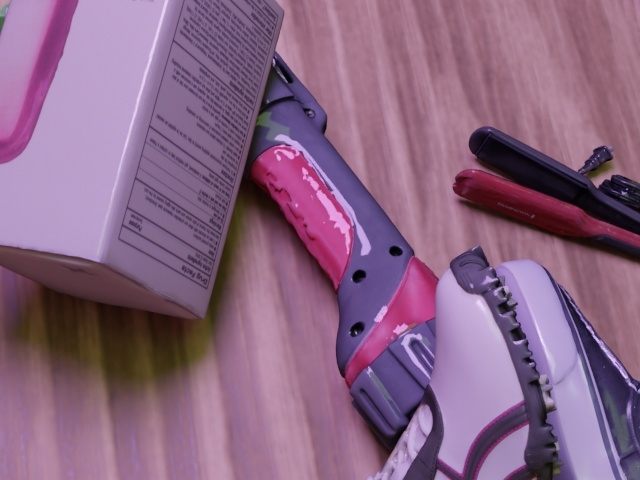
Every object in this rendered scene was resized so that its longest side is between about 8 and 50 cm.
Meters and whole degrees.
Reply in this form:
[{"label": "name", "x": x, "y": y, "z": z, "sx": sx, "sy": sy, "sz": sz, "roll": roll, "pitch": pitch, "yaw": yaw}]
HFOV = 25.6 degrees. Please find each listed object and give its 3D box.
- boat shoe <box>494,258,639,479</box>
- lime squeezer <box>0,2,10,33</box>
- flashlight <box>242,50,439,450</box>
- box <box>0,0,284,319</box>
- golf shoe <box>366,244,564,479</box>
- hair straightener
[{"label": "boat shoe", "x": 0.203, "y": 0.145, "z": 0.935, "sx": 0.102, "sy": 0.108, "sz": 0.301, "roll": -16, "pitch": 69, "yaw": -15}, {"label": "lime squeezer", "x": -0.262, "y": -0.187, "z": 1.064, "sx": 0.110, "sy": 0.059, "sz": 0.310, "roll": 44, "pitch": 67, "yaw": 13}, {"label": "flashlight", "x": 0.000, "y": 0.000, "z": 0.988, "sx": 0.304, "sy": 0.103, "sz": 0.103, "roll": 52, "pitch": 24, "yaw": 21}, {"label": "box", "x": -0.131, "y": -0.082, "z": 0.930, "sx": 0.127, "sy": 0.148, "sz": 0.232, "roll": 8, "pitch": 76, "yaw": 25}, {"label": "golf shoe", "x": 0.084, "y": 0.141, "z": 0.855, "sx": 0.120, "sy": 0.105, "sz": 0.273, "roll": -8, "pitch": 109, "yaw": -2}, {"label": "hair straightener", "x": 0.219, "y": -0.038, "z": 1.061, "sx": 0.230, "sy": 0.047, "sz": 0.089, "roll": 19, "pitch": 63, "yaw": 2}]
